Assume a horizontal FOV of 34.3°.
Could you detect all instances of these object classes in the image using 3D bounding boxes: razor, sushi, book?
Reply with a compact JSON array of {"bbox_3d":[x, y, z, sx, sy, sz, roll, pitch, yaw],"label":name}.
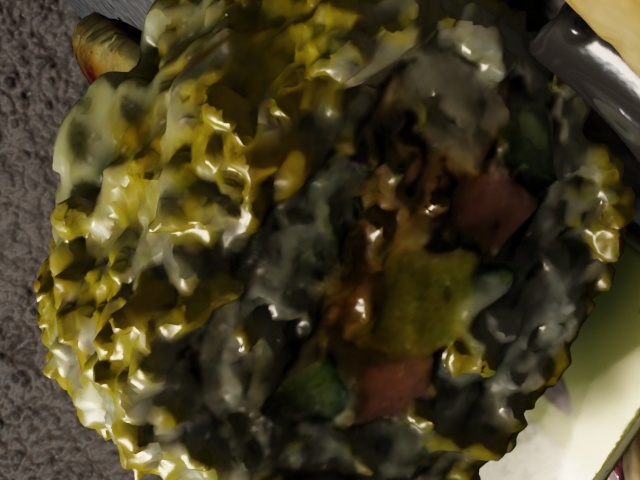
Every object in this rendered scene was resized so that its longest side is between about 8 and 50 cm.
[{"bbox_3d":[0.183,-0.079,0.574,0.148,0.054,0.090,47,173,1],"label":"razor"},{"bbox_3d":[0.000,0.000,0.719,0.351,0.397,0.240,28,-176,-33],"label":"sushi"},{"bbox_3d":[0.154,0.123,0.899,0.035,0.352,0.239,-7,-140,-48],"label":"book"}]

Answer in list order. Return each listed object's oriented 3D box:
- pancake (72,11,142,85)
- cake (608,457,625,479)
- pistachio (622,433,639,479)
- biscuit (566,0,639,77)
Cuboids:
[{"bbox_3d":[-0.106,-0.109,0.988,0.305,0.067,0.427,37,-178,-21],"label":"pancake"},{"bbox_3d":[0.334,0.204,1.217,0.295,0.112,0.116,60,169,-6],"label":"cake"},{"bbox_3d":[0.383,0.262,0.998,0.229,0.157,0.157,55,170,-20],"label":"pistachio"},{"bbox_3d":[0.197,-0.074,0.389,0.274,0.091,0.213,48,175,-2],"label":"biscuit"}]
